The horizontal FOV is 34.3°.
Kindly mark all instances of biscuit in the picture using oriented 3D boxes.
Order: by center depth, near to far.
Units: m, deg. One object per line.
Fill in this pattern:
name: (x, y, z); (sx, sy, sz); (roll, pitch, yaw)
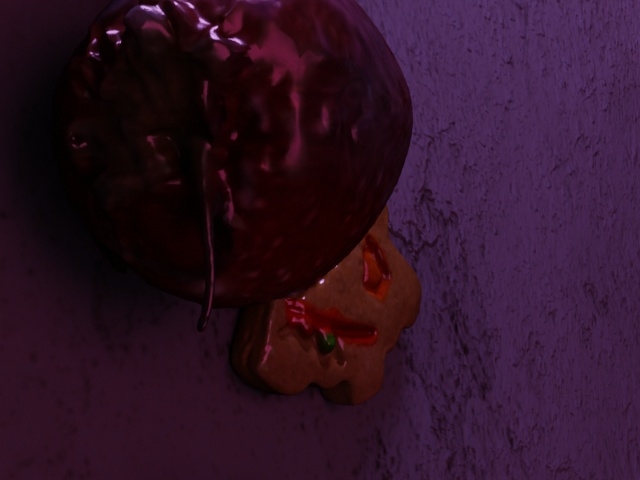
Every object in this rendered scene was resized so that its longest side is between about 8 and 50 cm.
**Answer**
biscuit: (0.000, 0.000, 0.733); (0.212, 0.041, 0.239); (-22, 98, -51)

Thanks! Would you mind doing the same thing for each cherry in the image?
cherry: (-0.034, -0.063, 0.591); (0.249, 0.175, 0.192); (-17, 88, -48)
